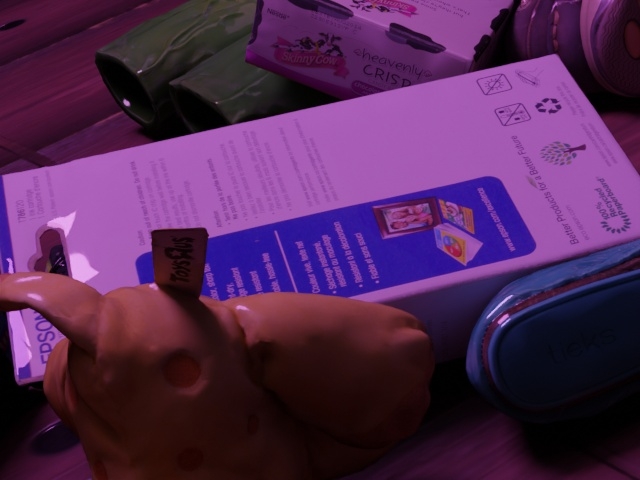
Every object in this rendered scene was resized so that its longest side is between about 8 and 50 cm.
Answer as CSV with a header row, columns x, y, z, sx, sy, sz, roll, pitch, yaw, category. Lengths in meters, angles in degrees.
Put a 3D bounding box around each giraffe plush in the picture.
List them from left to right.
x,y,z,sx,sy,sz,roll,pitch,yaw,category
-0.046,0.111,0.564,0.181,0.210,0.170,-3,69,11,giraffe plush

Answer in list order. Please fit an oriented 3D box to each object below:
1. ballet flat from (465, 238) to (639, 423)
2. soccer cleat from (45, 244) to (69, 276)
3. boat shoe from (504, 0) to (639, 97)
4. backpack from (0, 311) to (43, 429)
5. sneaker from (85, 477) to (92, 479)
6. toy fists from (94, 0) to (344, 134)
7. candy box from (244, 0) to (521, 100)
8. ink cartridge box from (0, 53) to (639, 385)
x,y,z,sx,sy,sz,roll,pitch,yaw,category
0.184,0.021,0.682,0.247,0.083,0.087,-16,5,-2,ballet flat
-0.142,0.036,0.875,0.072,0.060,0.179,14,24,8,soccer cleat
0.244,-0.222,1.092,0.130,0.132,0.355,0,29,37,boat shoe
-0.247,0.051,0.787,0.117,0.173,0.158,-8,27,20,backpack
-0.070,0.130,0.673,0.098,0.038,0.069,-25,30,-6,sneaker
-0.064,-0.133,1.160,0.142,0.096,0.279,-35,30,-18,toy fists
0.064,-0.179,1.065,0.159,0.071,0.233,23,37,11,candy box
0.000,0.000,0.763,0.333,0.065,0.165,-12,43,-8,ink cartridge box
